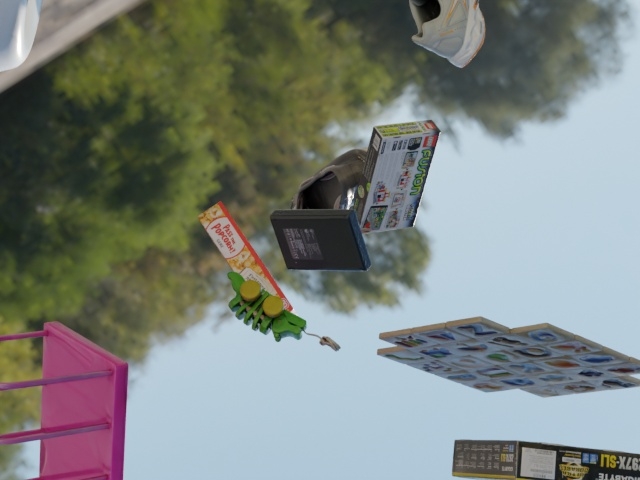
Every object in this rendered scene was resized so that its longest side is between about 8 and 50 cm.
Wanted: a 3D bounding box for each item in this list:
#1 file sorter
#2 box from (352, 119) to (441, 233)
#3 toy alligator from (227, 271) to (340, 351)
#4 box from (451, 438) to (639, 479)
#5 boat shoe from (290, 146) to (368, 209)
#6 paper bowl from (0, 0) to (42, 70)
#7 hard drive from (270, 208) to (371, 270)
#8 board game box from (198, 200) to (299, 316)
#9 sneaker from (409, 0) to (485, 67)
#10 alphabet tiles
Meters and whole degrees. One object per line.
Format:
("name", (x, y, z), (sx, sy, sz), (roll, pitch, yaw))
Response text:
("file sorter", (-0.367, 0.272, 1.832), (0.182, 0.291, 0.202), (-5, -165, -35))
("box", (0.124, -0.105, 2.505), (0.114, 0.207, 0.036), (-8, -137, -26))
("toy alligator", (-0.062, 0.109, 1.988), (0.051, 0.189, 0.056), (-50, 161, -16))
("box", (0.414, 0.412, 2.719), (0.257, 0.079, 0.322), (6, 171, -15))
("boat shoe", (0.002, -0.074, 2.707), (0.095, 0.112, 0.335), (-24, 171, -32))
("paper bowl", (-0.437, -0.329, 1.903), (0.148, 0.284, 0.284), (9, -171, -4))
("hard drive", (0.000, 0.000, 2.124), (0.135, 0.094, 0.022), (1, -149, 34))
("board game box", (-0.105, 0.044, 2.214), (0.045, 0.193, 0.147), (-34, 171, -2))
("sneaker", (0.203, -0.419, 2.441), (0.099, 0.121, 0.262), (-36, -135, 50))
("alphabet tiles", (0.254, 0.156, 1.948), (0.285, 0.342, 0.011), (-14, -117, 45))
